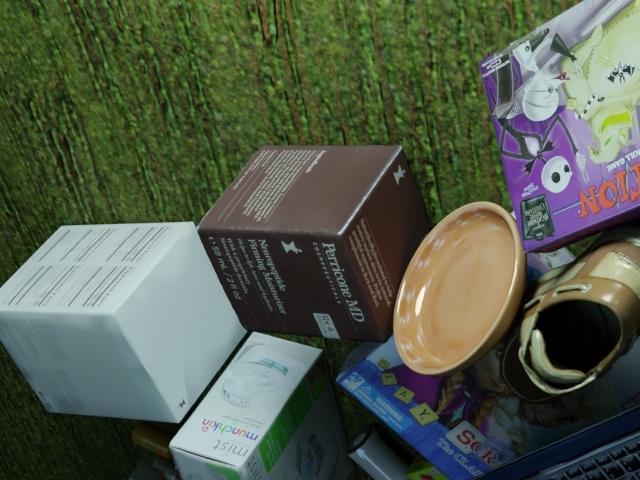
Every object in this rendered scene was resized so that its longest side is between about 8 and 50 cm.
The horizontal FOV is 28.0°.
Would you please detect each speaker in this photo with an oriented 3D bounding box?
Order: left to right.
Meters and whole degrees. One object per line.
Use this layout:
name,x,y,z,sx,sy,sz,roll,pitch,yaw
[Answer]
speaker,0.103,0.332,1.849,0.136,0.055,0.055,44,140,-10

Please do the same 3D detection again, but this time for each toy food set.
toy food set,-0.236,0.364,2.077,0.105,0.111,0.232,23,136,15

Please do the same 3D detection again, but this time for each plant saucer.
plant saucer,0.154,0.056,1.381,0.037,0.200,0.200,26,147,-27

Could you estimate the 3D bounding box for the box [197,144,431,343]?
box,0.000,0.000,1.505,0.203,0.167,0.168,3,130,34

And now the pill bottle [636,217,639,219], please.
pill bottle,0.363,-0.014,1.268,0.121,0.121,0.216,5,132,32

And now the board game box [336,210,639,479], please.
board game box,0.237,0.168,1.516,0.319,0.066,0.318,41,123,-7

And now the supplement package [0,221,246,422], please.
supplement package,-0.283,0.110,1.793,0.263,0.198,0.199,-1,127,37

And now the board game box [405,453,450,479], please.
board game box,0.216,0.367,1.812,0.181,0.043,0.092,45,140,-10

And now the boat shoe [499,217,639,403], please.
boat shoe,0.249,0.093,1.299,0.122,0.120,0.324,42,150,10

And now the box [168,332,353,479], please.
box,-0.079,0.307,1.817,0.127,0.231,0.262,11,134,28

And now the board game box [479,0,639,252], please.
board game box,0.297,-0.136,1.158,0.347,0.056,0.208,-28,73,47

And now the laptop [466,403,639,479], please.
laptop,0.382,0.285,1.353,0.382,0.236,0.408,-31,106,31
